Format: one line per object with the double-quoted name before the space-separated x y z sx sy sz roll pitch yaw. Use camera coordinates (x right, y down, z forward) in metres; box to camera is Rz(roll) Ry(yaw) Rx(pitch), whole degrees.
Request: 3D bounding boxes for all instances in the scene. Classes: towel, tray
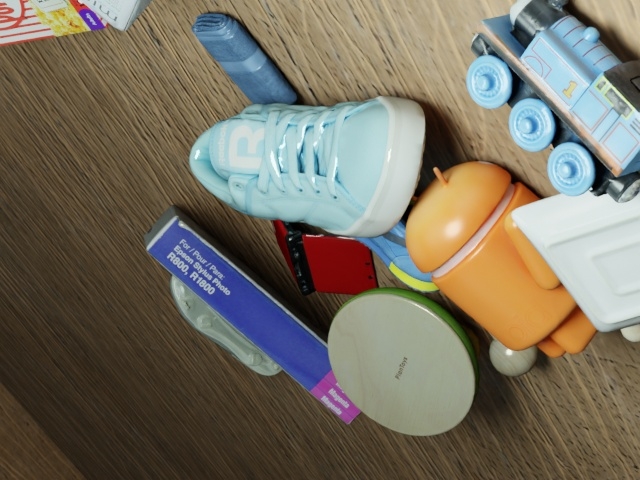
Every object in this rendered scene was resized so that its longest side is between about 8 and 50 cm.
"towel" -0.074 -0.180 1.980 0.119 0.029 0.067 50 158 -28
"tray" 0.289 0.000 1.555 0.270 0.030 0.145 -20 118 40

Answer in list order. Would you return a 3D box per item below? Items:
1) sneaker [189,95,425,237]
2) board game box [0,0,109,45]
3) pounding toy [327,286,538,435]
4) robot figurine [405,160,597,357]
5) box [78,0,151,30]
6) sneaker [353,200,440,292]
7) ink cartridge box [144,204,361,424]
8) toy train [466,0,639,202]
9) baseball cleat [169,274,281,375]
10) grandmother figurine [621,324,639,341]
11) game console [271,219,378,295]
"sneaker" -0.026 -0.072 1.905 0.150 0.135 0.366 7 172 -23
"board game box" -0.332 -0.278 2.097 0.193 0.045 0.147 -5 138 32
"pounding toy" 0.128 0.103 2.200 0.237 0.110 0.183 -35 97 40
"robot figurine" 0.170 0.014 1.834 0.219 0.128 0.158 41 -159 -8
"box" -0.224 -0.337 1.736 0.262 0.127 0.231 38 162 -2
"sneaker" 0.062 -0.033 2.043 0.209 0.069 0.082 37 130 31
"ink cartridge box" -0.075 0.090 2.405 0.324 0.071 0.330 41 -179 -6
"toy train" 0.194 -0.115 1.524 0.184 0.080 0.105 50 126 19
"baseball cleat" -0.138 0.115 2.720 0.206 0.072 0.109 47 166 -13
"grandmother figurine" 0.325 0.039 1.669 0.208 0.104 0.342 -28 112 40
"game console" 0.000 0.000 2.287 0.144 0.085 0.124 77 169 -61
